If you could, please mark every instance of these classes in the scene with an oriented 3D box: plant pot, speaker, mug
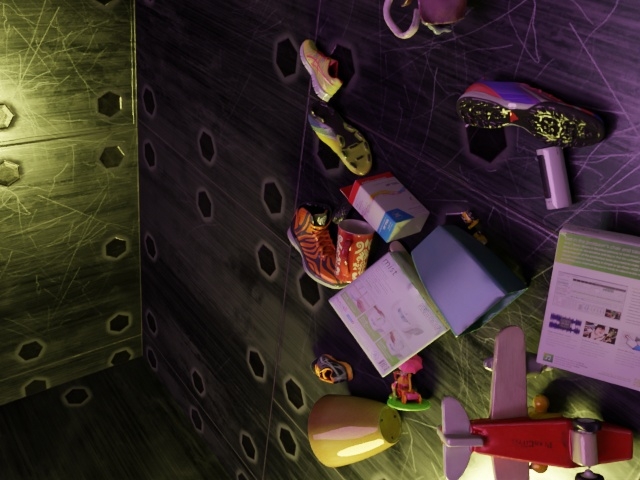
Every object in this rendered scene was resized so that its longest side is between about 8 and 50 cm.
[{"bbox_3d":[0.342,0.083,1.569,0.165,0.165,0.234,-47,68,25],"label":"plant pot"},{"bbox_3d":[0.508,-0.137,1.406,0.055,0.055,0.136,-3,101,54],"label":"speaker"},{"bbox_3d":[0.085,0.038,1.967,0.113,0.150,0.170,30,123,39],"label":"mug"},{"bbox_3d":[0.129,0.610,2.105,0.254,0.237,0.237,-19,87,42],"label":"plant pot"}]

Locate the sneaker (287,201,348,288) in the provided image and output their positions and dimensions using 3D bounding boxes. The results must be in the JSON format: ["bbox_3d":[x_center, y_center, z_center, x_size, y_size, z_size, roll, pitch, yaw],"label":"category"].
[{"bbox_3d":[0.000,0.000,2.101,0.321,0.124,0.180,50,139,31],"label":"sneaker"}]

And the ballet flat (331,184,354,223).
[{"bbox_3d":[0.089,-0.114,2.017,0.173,0.049,0.058,-54,32,43],"label":"ballet flat"}]

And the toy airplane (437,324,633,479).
[{"bbox_3d":[0.463,0.455,1.519,0.384,0.272,0.386,45,104,18],"label":"toy airplane"}]

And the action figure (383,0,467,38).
[{"bbox_3d":[0.260,-0.657,1.376,0.248,0.275,0.370,56,155,34],"label":"action figure"}]

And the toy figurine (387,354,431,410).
[{"bbox_3d":[0.260,0.409,1.948,0.173,0.130,0.159,-172,83,-78],"label":"toy figurine"}]

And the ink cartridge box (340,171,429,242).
[{"bbox_3d":[0.175,-0.110,1.806,0.231,0.134,0.078,50,139,29],"label":"ink cartridge box"}]

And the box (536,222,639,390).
[{"bbox_3d":[0.590,0.138,1.333,0.232,0.058,0.322,14,118,25],"label":"box"}]

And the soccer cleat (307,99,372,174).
[{"bbox_3d":[0.064,-0.302,1.950,0.289,0.093,0.121,53,171,21],"label":"soccer cleat"}]

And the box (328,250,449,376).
[{"bbox_3d":[0.197,0.198,1.791,0.231,0.126,0.262,-41,76,17],"label":"box"}]

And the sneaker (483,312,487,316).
[{"bbox_3d":[0.383,0.140,1.685,0.175,0.064,0.067,63,154,20],"label":"sneaker"}]

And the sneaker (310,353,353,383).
[{"bbox_3d":[0.022,0.459,2.292,0.214,0.083,0.084,-5,100,56],"label":"sneaker"}]

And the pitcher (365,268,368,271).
[{"bbox_3d":[0.175,0.188,1.958,0.177,0.125,0.207,-174,82,-75],"label":"pitcher"}]

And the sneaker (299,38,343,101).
[{"bbox_3d":[0.010,-0.522,1.933,0.094,0.081,0.209,-33,72,31],"label":"sneaker"}]

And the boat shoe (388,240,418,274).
[{"bbox_3d":[0.242,0.062,1.867,0.133,0.048,0.042,58,170,11],"label":"boat shoe"}]

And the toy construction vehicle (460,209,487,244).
[{"bbox_3d":[0.382,-0.018,1.652,0.098,0.035,0.086,56,130,20],"label":"toy construction vehicle"}]

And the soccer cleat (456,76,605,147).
[{"bbox_3d":[0.455,-0.286,1.387,0.318,0.116,0.109,19,149,32],"label":"soccer cleat"}]
